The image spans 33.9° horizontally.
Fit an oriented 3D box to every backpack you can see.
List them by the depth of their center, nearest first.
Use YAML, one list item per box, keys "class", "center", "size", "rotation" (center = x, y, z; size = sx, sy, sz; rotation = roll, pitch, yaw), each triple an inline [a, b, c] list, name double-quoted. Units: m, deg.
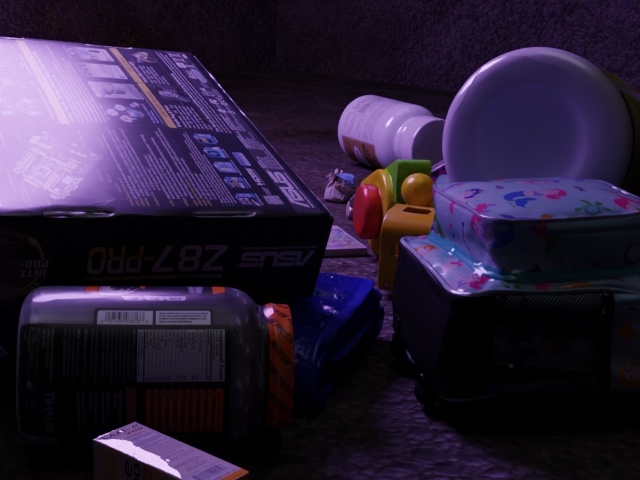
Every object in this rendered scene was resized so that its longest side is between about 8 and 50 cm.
- class: "backpack"
  center: [0.204, 0.043, 0.906]
  size: [0.253, 0.191, 0.225]
  rotation: [5, 12, -11]

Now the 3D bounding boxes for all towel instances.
- class: "towel"
  center: [-0.110, 0.063, 0.957]
  size: [0.308, 0.076, 0.227]
  rotation: [7, 14, 15]

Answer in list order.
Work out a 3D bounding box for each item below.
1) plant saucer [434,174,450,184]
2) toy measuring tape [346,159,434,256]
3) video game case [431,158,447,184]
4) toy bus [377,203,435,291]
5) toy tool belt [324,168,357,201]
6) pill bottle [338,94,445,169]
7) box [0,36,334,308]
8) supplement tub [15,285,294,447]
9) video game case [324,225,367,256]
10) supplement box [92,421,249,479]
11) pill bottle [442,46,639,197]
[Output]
- class: "plant saucer"
  center: [0.179, -0.029, 1.347]
  size: [0.021, 0.119, 0.119]
  rotation: [-34, 27, -15]
- class: "toy measuring tape"
  center: [0.086, -0.024, 1.368]
  size: [0.121, 0.121, 0.330]
  rotation: [0, -8, -12]
- class: "video game case"
  center: [0.218, -0.117, 1.545]
  size: [0.232, 0.042, 0.210]
  rotation: [-31, 1, 15]
- class: "toy bus"
  center: [0.162, 0.013, 1.155]
  size: [0.202, 0.104, 0.191]
  rotation: [-5, 16, -28]
- class: "toy tool belt"
  center: [0.035, -0.092, 1.655]
  size: [0.052, 0.051, 0.083]
  rotation: [7, 14, 16]
- class: "pill bottle"
  center: [0.141, -0.184, 1.883]
  size: [0.131, 0.131, 0.229]
  rotation: [-5, 16, -29]
- class: "box"
  center: [-0.211, -0.080, 0.972]
  size: [0.318, 0.097, 0.395]
  rotation: [1, 29, -29]
- class: "supplement tub"
  center: [-0.118, 0.091, 0.761]
  size: [0.190, 0.117, 0.117]
  rotation: [1, 14, -9]
- class: "video game case"
  center: [0.000, 0.000, 1.365]
  size: [0.087, 0.011, 0.122]
  rotation: [-2, 15, -18]
- class: "supplement box"
  center: [-0.090, 0.155, 0.623]
  size: [0.098, 0.062, 0.036]
  rotation: [13, 19, 37]
- class: "pill bottle"
  center: [0.272, -0.101, 1.161]
  size: [0.188, 0.188, 0.334]
  rotation: [10, 6, 25]
